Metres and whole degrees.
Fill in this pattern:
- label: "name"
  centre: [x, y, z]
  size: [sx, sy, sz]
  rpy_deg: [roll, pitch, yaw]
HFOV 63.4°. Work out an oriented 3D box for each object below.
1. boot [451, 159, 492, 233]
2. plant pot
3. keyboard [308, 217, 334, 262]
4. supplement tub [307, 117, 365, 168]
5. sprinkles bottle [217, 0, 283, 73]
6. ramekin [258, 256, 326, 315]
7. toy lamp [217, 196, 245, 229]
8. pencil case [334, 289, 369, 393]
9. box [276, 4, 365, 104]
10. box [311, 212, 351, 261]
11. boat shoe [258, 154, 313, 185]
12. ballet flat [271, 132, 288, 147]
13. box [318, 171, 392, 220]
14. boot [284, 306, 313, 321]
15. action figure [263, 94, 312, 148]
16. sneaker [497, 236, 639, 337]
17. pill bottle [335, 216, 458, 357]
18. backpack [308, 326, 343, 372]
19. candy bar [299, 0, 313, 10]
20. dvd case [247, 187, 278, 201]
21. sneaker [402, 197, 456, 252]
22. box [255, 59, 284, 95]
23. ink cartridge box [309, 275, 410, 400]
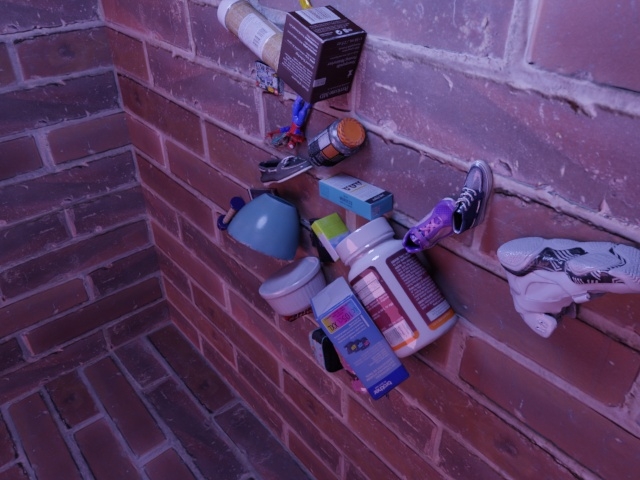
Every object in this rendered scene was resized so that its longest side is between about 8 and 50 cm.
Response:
- label: "boot"
  centre: [0.385, -0.108, 1.332]
  size: [0.069, 0.086, 0.190]
  rpy_deg: [27, 133, 43]
- label: "plant pot"
  centre: [-0.198, -0.072, 2.044]
  size: [0.290, 0.290, 0.195]
  rpy_deg: [33, 102, 39]
- label: "keyboard"
  centre: [0.000, 0.000, 2.009]
  size: [0.108, 0.023, 0.180]
  rpy_deg: [2, 113, 47]
- label: "supplement tub"
  centre: [0.051, -0.309, 1.636]
  size: [0.190, 0.117, 0.117]
  rpy_deg: [-22, 94, 57]
- label: "sprinkles bottle"
  centre: [-0.202, -0.684, 1.728]
  size: [0.355, 0.121, 0.121]
  rpy_deg: [47, 144, 24]
- label: "ramekin"
  centre: [-0.099, 0.188, 2.066]
  size: [0.273, 0.273, 0.127]
  rpy_deg: [-5, 119, 56]
- label: "toy lamp"
  centre: [-0.440, -0.121, 2.491]
  size: [0.080, 0.080, 0.274]
  rpy_deg: [58, 146, 9]
- label: "pencil case"
  centre: [0.141, 0.382, 1.940]
  size: [0.167, 0.160, 0.386]
  rpy_deg: [-14, 101, 35]
- label: "box"
  centre: [-0.003, -0.540, 1.503]
  size: [0.167, 0.168, 0.203]
  rpy_deg: [46, 144, 25]
- label: "box"
  centre: [0.060, -0.005, 1.838]
  size: [0.178, 0.109, 0.042]
  rpy_deg: [56, 143, 12]
- label: "boat shoe"
  centre: [-0.148, -0.274, 1.945]
  size: [0.335, 0.112, 0.095]
  rpy_deg: [-4, 113, 59]
- label: "ballet flat"
  centre: [-0.143, -0.376, 1.944]
  size: [0.114, 0.041, 0.041]
  rpy_deg: [-15, 99, 57]
- label: "box"
  centre: [0.111, -0.148, 1.678]
  size: [0.244, 0.100, 0.060]
  rpy_deg: [30, 136, 41]
- label: "boot"
  centre: [-0.053, 0.281, 2.134]
  size: [0.244, 0.176, 0.088]
  rpy_deg: [-20, 93, 56]
- label: "action figure"
  centre: [-0.103, -0.414, 1.771]
  size: [0.091, 0.139, 0.280]
  rpy_deg: [48, 147, 25]
- label: "sneaker"
  centre: [0.579, 0.115, 1.175]
  size: [0.366, 0.137, 0.210]
  rpy_deg: [12, 122, 57]
- label: "pill bottle"
  centre: [0.225, 0.139, 1.600]
  size: [0.392, 0.224, 0.224]
  rpy_deg: [58, 147, 10]
- label: "backpack"
  centre: [0.045, 0.432, 2.107]
  size: [0.144, 0.166, 0.188]
  rpy_deg: [11, 117, 53]
- label: "candy bar"
  centre: [-0.064, -0.766, 1.574]
  size: [0.040, 0.018, 0.161]
  rpy_deg: [-17, 97, 54]
- label: "dvd case"
  centre: [-0.233, -0.146, 2.238]
  size: [0.221, 0.018, 0.165]
  rpy_deg: [8, 119, 52]
- label: "sneaker"
  centre: [0.311, -0.030, 1.474]
  size: [0.095, 0.104, 0.236]
  rpy_deg: [57, 146, 13]
- label: "box"
  centre: [-0.183, -0.584, 1.858]
  size: [0.137, 0.027, 0.094]
  rpy_deg: [34, 138, 37]
- label: "ink cartridge box"
  centre: [0.140, 0.339, 1.719]
  size: [0.395, 0.151, 0.270]
  rpy_deg: [53, -179, -9]
